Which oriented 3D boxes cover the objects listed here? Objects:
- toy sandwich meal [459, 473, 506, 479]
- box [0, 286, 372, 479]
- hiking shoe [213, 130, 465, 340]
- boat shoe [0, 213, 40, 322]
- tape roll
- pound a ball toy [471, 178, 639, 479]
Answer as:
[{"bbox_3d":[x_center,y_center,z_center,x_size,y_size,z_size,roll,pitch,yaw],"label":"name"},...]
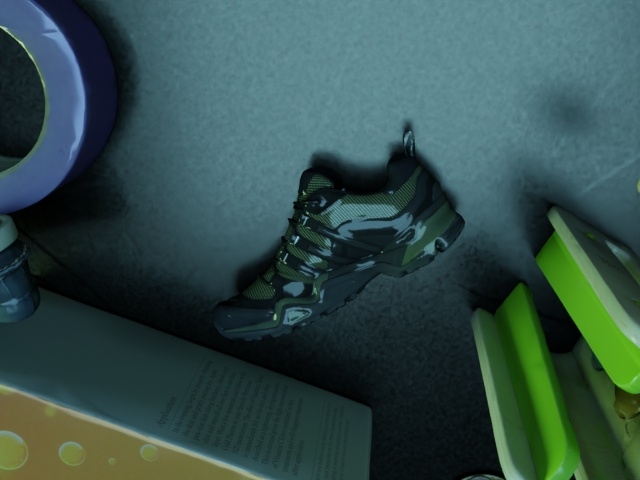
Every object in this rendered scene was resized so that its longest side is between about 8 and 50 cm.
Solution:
[{"bbox_3d":[0.153,0.261,0.776,0.085,0.029,0.086,1,107,5],"label":"toy sandwich meal"},{"bbox_3d":[-0.153,0.213,0.716,0.345,0.168,0.215,20,108,-1],"label":"box"},{"bbox_3d":[0.000,0.000,0.693,0.226,0.086,0.114,-28,89,7],"label":"hiking shoe"},{"bbox_3d":[-0.316,0.030,0.677,0.254,0.095,0.079,-6,114,35],"label":"boat shoe"},{"bbox_3d":[-0.267,-0.120,0.670,0.188,0.080,0.189,2,108,5],"label":"tape roll"},{"bbox_3d":[0.225,0.064,0.557,0.135,0.319,0.208,32,107,-5],"label":"pound a ball toy"}]
